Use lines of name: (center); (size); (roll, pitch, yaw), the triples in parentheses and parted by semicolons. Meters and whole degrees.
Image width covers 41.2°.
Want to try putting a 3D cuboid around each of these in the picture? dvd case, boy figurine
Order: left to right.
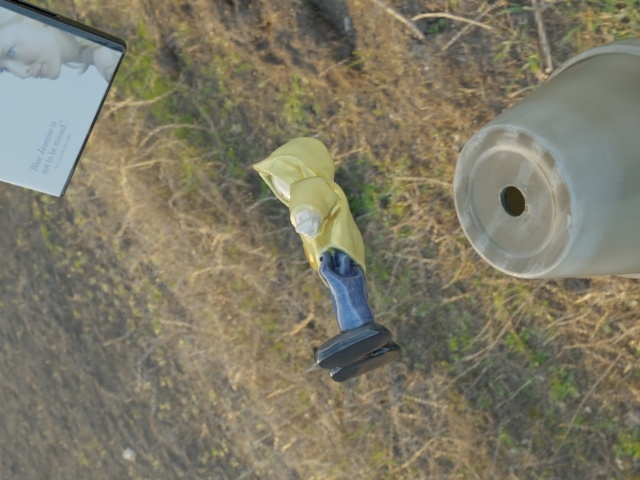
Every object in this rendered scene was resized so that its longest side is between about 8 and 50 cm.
dvd case: (-0.330, -0.149, 0.787); (0.180, 0.253, 0.022); (-59, 33, 24)
boy figurine: (0.000, 0.000, 0.921); (0.092, 0.177, 0.285); (-24, 64, 6)

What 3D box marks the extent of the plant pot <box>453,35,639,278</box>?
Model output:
plant pot: (0.329, -0.080, 1.078); (0.323, 0.280, 0.323); (29, 128, 46)
